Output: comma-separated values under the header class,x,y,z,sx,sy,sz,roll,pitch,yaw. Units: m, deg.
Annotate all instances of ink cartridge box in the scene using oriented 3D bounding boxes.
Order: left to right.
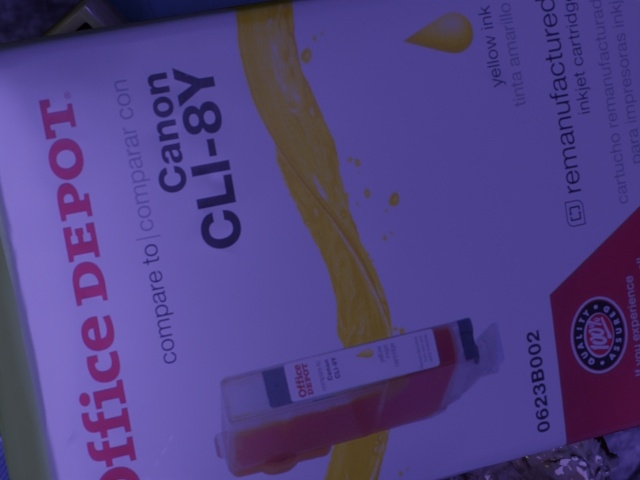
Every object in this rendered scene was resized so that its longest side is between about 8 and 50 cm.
class,x,y,z,sx,sy,sz,roll,pitch,yaw
ink cartridge box,0.000,0.000,0.843,0.385,0.160,0.279,-12,99,-18

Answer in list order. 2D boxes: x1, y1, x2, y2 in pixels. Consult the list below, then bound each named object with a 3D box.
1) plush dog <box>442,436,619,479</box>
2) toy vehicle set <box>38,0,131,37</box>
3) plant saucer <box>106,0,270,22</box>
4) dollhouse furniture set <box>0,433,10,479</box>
class,x,y,z,sx,sy,sz,roll,pitch,yaw
plush dog,0.068,0.210,1.004,0.225,0.262,0.210,29,124,-12
toy vehicle set,-0.113,-0.013,0.951,0.166,0.035,0.267,-38,111,20
plant saucer,0.013,-0.194,0.946,0.318,0.043,0.317,-4,108,-12
dollhouse furniture set,-0.219,0.241,0.945,0.303,0.198,0.286,34,97,-19
